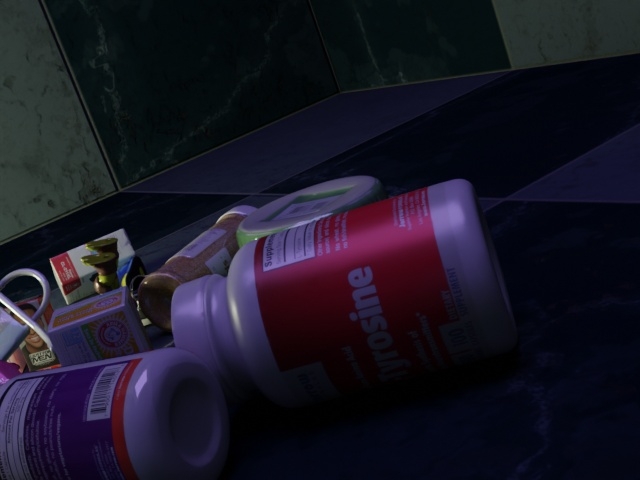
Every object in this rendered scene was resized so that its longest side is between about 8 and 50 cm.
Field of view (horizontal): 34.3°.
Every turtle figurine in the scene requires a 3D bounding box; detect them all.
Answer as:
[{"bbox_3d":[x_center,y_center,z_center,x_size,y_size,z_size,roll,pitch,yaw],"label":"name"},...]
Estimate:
[{"bbox_3d":[-0.370,0.120,1.821,0.087,0.217,0.269,0,24,8],"label":"turtle figurine"}]

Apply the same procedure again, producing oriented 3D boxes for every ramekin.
[{"bbox_3d":[0.000,0.000,1.822,0.303,0.148,0.303,-18,15,5],"label":"ramekin"}]

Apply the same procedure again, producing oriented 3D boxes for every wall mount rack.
[{"bbox_3d":[-0.576,0.199,1.738,0.304,0.130,0.350,33,80,25],"label":"wall mount rack"}]

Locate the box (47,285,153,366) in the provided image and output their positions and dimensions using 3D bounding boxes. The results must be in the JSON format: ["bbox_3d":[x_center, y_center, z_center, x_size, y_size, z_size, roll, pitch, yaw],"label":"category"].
[{"bbox_3d":[-0.284,0.181,1.431,0.114,0.203,0.103,-21,15,-4],"label":"box"}]

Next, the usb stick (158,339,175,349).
[{"bbox_3d":[-0.216,0.174,1.680,0.077,0.045,0.278,-3,23,46],"label":"usb stick"}]

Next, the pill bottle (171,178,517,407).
[{"bbox_3d":[0.028,0.083,1.332,0.408,0.229,0.229,-17,15,12],"label":"pill bottle"}]

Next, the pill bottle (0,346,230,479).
[{"bbox_3d":[-0.284,0.239,1.267,0.323,0.181,0.181,-12,16,27],"label":"pill bottle"}]

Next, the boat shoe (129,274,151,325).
[{"bbox_3d":[-0.337,0.099,2.050,0.084,0.079,0.233,-22,13,-3],"label":"boat shoe"}]

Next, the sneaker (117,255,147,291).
[{"bbox_3d":[-0.423,0.089,2.209,0.082,0.069,0.209,-22,14,8],"label":"sneaker"}]

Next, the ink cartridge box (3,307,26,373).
[{"bbox_3d":[-0.692,0.227,1.998,0.237,0.100,0.172,-19,15,-3],"label":"ink cartridge box"}]

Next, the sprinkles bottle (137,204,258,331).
[{"bbox_3d":[-0.210,0.047,1.982,0.121,0.121,0.355,-12,17,28],"label":"sprinkles bottle"}]

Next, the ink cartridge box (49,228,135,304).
[{"bbox_3d":[-0.501,0.058,2.309,0.175,0.072,0.127,-24,-19,-16],"label":"ink cartridge box"}]

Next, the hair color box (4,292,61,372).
[{"bbox_3d":[-0.506,0.172,1.869,0.072,0.141,0.043,-17,12,13],"label":"hair color box"}]

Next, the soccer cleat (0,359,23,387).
[{"bbox_3d":[-0.568,0.217,1.567,0.331,0.116,0.143,22,21,31],"label":"soccer cleat"}]
